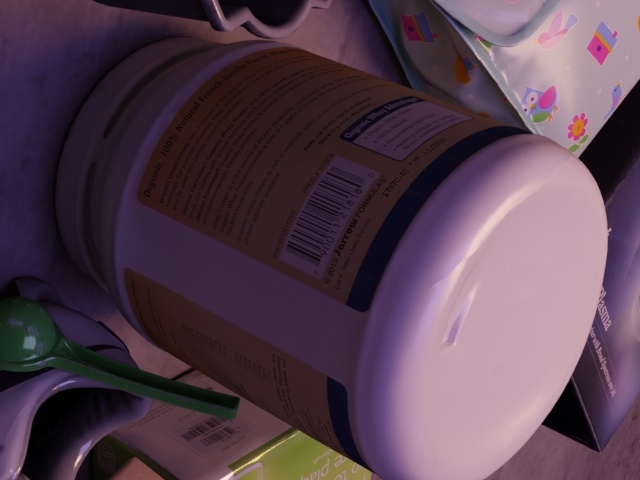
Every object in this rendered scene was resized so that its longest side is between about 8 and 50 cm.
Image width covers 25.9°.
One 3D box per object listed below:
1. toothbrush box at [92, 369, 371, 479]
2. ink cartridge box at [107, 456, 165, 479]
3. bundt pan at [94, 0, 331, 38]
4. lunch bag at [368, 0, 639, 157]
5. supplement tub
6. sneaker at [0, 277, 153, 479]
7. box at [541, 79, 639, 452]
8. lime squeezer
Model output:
[{"bbox_3d":[-0.069,0.247,1.141,0.206,0.122,0.283,-25,130,-42],"label":"toothbrush box"},{"bbox_3d":[-0.190,0.283,0.938,0.234,0.088,0.193,-43,169,-45],"label":"ink cartridge box"},{"bbox_3d":[-0.084,-0.273,0.751,0.331,0.124,0.331,4,90,-65],"label":"bundt pan"},{"bbox_3d":[0.162,-0.214,1.131,0.223,0.160,0.262,-50,131,-15],"label":"lunch bag"},{"bbox_3d":[0.000,0.000,0.909,0.228,0.316,0.228,-29,132,-39],"label":"supplement tub"},{"bbox_3d":[-0.242,0.165,0.854,0.330,0.146,0.122,-46,142,-22],"label":"sneaker"},{"bbox_3d":[0.251,-0.008,1.344,0.294,0.183,0.296,-53,143,-18],"label":"box"},{"bbox_3d":[-0.190,0.025,0.849,0.110,0.059,0.310,-41,107,12],"label":"lime squeezer"}]
